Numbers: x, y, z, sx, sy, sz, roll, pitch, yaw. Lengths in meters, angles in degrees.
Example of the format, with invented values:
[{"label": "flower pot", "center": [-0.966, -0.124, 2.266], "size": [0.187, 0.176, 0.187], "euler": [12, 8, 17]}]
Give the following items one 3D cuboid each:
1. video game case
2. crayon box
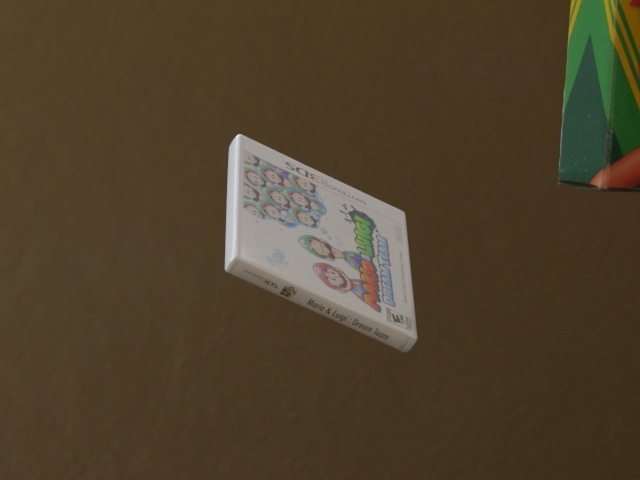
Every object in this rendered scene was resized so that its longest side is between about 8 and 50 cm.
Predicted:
[{"label": "video game case", "center": [0.000, 0.000, 1.382], "size": [0.143, 0.019, 0.157], "euler": [25, -149, -18]}, {"label": "crayon box", "center": [0.294, -0.195, 1.514], "size": [0.202, 0.081, 0.319], "euler": [0, -84, -21]}]
